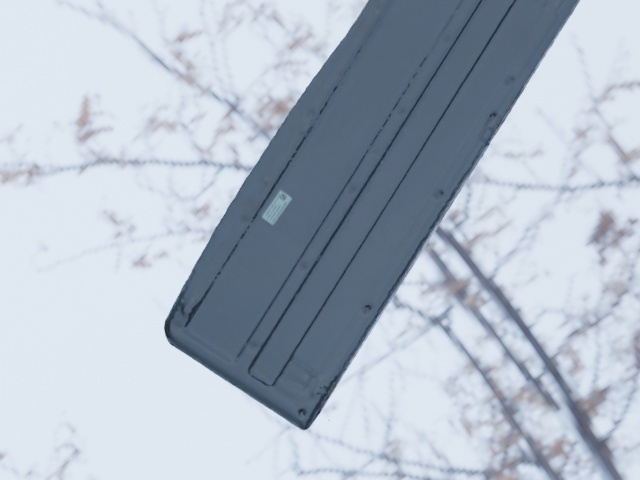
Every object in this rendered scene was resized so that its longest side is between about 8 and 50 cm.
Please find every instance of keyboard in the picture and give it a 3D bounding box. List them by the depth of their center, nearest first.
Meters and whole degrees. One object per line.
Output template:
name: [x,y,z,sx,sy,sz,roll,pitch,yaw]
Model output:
keyboard: [0.000,0.003,0.793,0.103,0.381,0.041,33,172,7]
